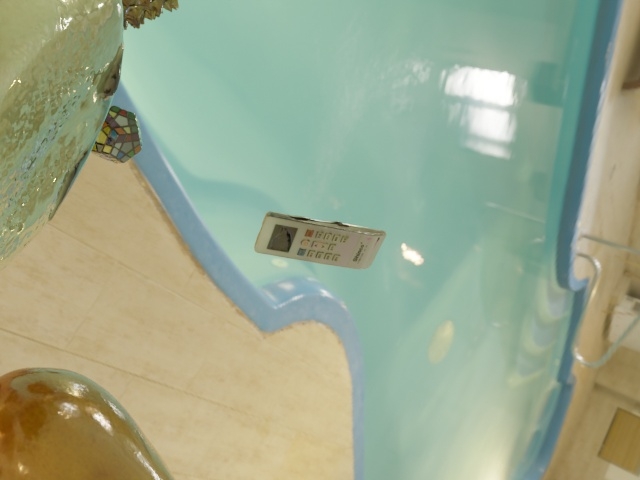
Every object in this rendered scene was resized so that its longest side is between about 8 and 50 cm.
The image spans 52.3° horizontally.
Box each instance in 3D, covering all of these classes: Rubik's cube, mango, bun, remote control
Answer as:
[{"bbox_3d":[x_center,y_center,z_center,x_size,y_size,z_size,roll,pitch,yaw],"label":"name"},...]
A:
[{"bbox_3d":[-0.454,-0.233,1.439,0.133,0.133,0.112,32,71,-56],"label":"Rubik's cube"},{"bbox_3d":[-0.272,0.278,0.760,0.173,0.211,0.317,-48,108,-18],"label":"mango"},{"bbox_3d":[-0.276,-0.105,0.479,0.283,0.179,0.283,-62,-175,9],"label":"bun"},{"bbox_3d":[0.000,0.000,0.845,0.166,0.029,0.065,10,128,-19],"label":"remote control"}]

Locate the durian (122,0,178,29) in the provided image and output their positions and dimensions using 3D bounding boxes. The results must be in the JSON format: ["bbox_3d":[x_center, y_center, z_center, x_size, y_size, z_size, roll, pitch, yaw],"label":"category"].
[{"bbox_3d":[-0.308,-0.406,0.869,0.292,0.258,0.258,4,105,-40],"label":"durian"}]
